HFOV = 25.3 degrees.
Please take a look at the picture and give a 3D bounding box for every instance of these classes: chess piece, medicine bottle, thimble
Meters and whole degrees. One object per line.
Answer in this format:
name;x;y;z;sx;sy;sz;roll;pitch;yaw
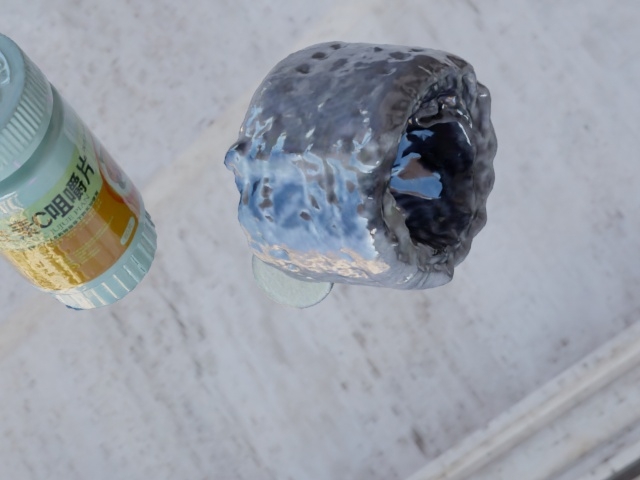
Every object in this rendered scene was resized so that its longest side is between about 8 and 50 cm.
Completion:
chess piece;0.000;0.000;1.578;0.094;0.094;0.170;48;-147;-3
medicine bottle;-0.289;-0.058;1.441;0.318;0.158;0.158;57;-167;-56
thimble;0.044;-0.065;1.249;0.245;0.157;0.217;-20;-71;-56
